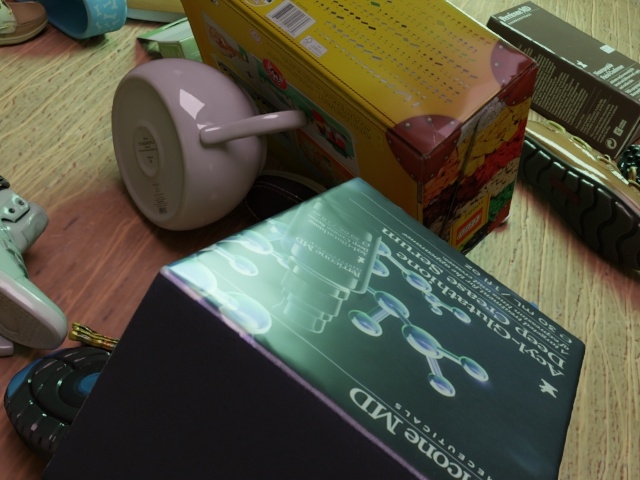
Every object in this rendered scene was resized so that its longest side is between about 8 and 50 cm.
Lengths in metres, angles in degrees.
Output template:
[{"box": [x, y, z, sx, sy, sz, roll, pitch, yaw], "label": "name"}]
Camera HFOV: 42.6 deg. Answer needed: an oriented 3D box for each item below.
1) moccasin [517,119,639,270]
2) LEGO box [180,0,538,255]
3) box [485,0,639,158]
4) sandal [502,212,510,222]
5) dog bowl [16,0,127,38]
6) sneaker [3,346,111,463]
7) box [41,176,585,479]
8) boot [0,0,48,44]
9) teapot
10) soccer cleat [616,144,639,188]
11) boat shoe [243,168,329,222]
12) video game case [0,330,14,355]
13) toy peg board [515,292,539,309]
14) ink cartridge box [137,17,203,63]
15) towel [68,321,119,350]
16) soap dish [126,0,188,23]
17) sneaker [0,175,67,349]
[{"box": [0.483, -0.089, 1.448, 0.147, 0.139, 0.380, -19, 43, -26], "label": "moccasin"}, {"box": [0.038, -0.217, 1.175, 0.193, 0.372, 0.500, -41, 66, -14], "label": "LEGO box"}, {"box": [0.534, -0.353, 1.755, 0.381, 0.143, 0.191, 36, 43, 21], "label": "box"}, {"box": [0.240, -0.137, 1.433, 0.102, 0.076, 0.265, -23, 56, -40], "label": "sandal"}, {"box": [-0.475, -0.465, 1.452, 0.297, 0.166, 0.074, 34, 53, 16], "label": "dog bowl"}, {"box": [-0.201, 0.224, 0.819, 0.125, 0.139, 0.341, -32, 42, -33], "label": "sneaker"}, {"box": [0.029, 0.137, 0.699, 0.293, 0.212, 0.395, 37, 24, 9], "label": "box"}, {"box": [-0.543, -0.406, 1.343, 0.213, 0.165, 0.077, -26, 58, -39], "label": "boot"}, {"box": [-0.159, -0.142, 1.142, 0.187, 0.252, 0.256, -17, 54, -35], "label": "teapot"}, {"box": [0.640, -0.060, 1.495, 0.116, 0.108, 0.318, 14, 37, -13], "label": "soccer cleat"}, {"box": [0.000, 0.000, 1.162, 0.285, 0.103, 0.092, 36, 37, 10], "label": "boat shoe"}, {"box": [-0.441, 0.079, 0.951, 0.157, 0.019, 0.143, -1, 44, -23], "label": "video game case"}, {"box": [0.238, 0.107, 1.154, 0.161, 0.079, 0.160, 28, 40, 8], "label": "toy peg board"}, {"box": [-0.211, -0.365, 1.464, 0.171, 0.056, 0.235, -28, 25, -21], "label": "ink cartridge box"}, {"box": [-0.167, 0.135, 0.951, 0.237, 0.102, 0.021, 16, 83, -5], "label": "towel"}, {"box": [-0.305, -0.551, 1.646, 0.229, 0.118, 0.291, 0, 43, -23], "label": "soap dish"}, {"box": [-0.356, 0.015, 0.966, 0.256, 0.094, 0.151, 32, 46, 18], "label": "sneaker"}]
